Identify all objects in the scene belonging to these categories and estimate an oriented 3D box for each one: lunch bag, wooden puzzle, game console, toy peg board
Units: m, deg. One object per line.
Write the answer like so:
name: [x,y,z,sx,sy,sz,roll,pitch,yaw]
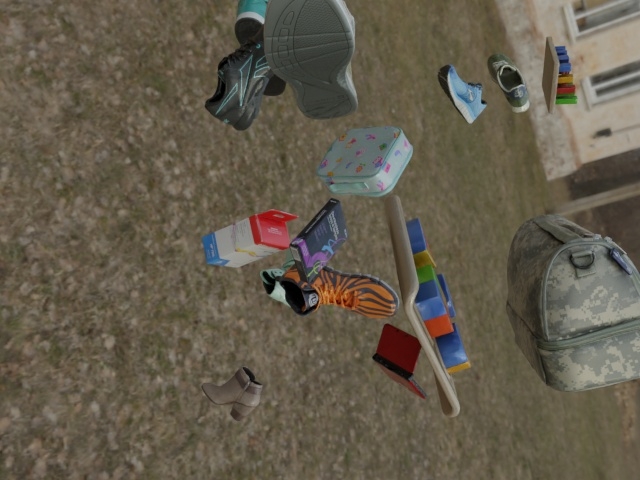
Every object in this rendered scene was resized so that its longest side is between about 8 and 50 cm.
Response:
lunch bag: [0.130,-0.238,2.089,0.108,0.279,0.224,45,63,-37]
lunch bag: [0.448,0.093,1.209,0.305,0.213,0.256,-73,145,-78]
wooden puzzle: [0.218,0.120,1.337,0.322,0.081,0.347,-94,164,-54]
game console: [0.193,0.274,1.544,0.085,0.144,0.124,-47,119,-13]
toy peg board: [0.683,-0.471,1.918,0.161,0.079,0.160,-81,166,-47]

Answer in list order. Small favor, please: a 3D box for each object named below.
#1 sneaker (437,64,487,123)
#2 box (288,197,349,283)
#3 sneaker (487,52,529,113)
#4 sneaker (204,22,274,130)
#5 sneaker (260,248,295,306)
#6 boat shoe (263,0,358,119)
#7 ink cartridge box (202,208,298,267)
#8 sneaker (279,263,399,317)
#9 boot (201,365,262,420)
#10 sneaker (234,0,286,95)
sneaker: [0.313,-0.332,1.481,0.162,0.073,0.063,42,16,-43]
box: [0.000,0.000,1.481,0.162,0.029,0.116,-50,143,-30]
sneaker: [0.447,-0.399,1.617,0.086,0.064,0.192,52,19,-54]
sneaker: [-0.149,-0.363,1.410,0.106,0.267,0.101,21,11,-27]
sneaker: [-0.108,0.082,2.063,0.151,0.094,0.255,25,39,-30]
boat shoe: [-0.007,-0.272,0.931,0.320,0.118,0.103,52,32,-72]
ink cartridge box: [-0.176,-0.003,1.771,0.134,0.231,0.078,12,61,-58]
sneaker: [0.033,0.153,1.769,0.180,0.321,0.124,-32,133,-55]
boot: [-0.156,0.264,1.222,0.118,0.087,0.042,33,14,24]
sneaker: [-0.149,-0.530,1.767,0.295,0.124,0.178,75,18,-61]
